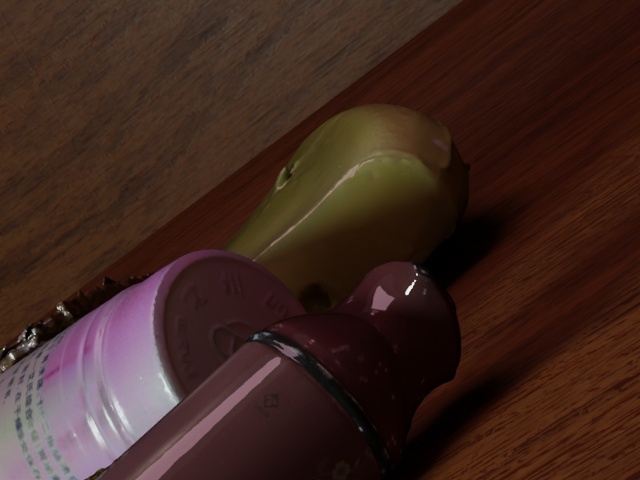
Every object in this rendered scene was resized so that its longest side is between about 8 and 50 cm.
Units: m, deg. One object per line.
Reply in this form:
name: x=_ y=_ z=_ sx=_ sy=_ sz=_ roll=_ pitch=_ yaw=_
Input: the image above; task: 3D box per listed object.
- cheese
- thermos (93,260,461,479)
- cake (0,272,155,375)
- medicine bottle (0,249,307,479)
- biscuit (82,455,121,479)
cheese: x=0.000 y=0.000 z=1.490 sx=0.259 sy=0.128 sz=0.316 roll=-40 pitch=6 yaw=5
thermos: x=-0.044 y=0.144 z=1.030 sx=0.330 sy=0.136 sz=0.109 roll=-42 pitch=36 yaw=-19
cake: x=-0.165 y=0.095 z=1.518 sx=0.116 sy=0.113 sz=0.295 roll=-44 pitch=-16 yaw=15
medicine bottle: x=-0.128 y=0.122 z=1.295 sx=0.254 sy=0.152 sz=0.152 roll=-32 pitch=11 yaw=39
biscuit: x=-0.161 y=0.223 z=1.125 sx=0.131 sy=0.026 sz=0.237 roll=-35 pitch=24 yaw=37
